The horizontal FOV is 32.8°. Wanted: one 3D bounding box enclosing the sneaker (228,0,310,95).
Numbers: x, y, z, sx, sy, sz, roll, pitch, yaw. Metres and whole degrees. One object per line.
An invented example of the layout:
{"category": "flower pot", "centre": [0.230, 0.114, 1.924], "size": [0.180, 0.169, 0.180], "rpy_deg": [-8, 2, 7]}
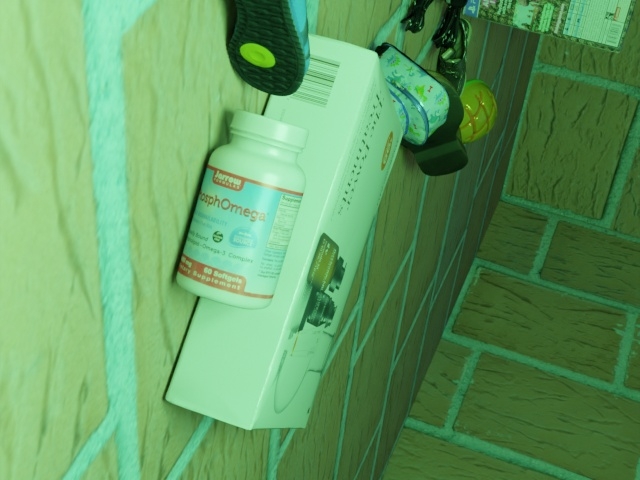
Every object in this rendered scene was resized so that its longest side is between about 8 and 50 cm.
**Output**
{"category": "sneaker", "centre": [-0.035, -0.199, 0.871], "size": [0.209, 0.069, 0.082], "rpy_deg": [84, 23, -60]}

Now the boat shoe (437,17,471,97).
{"category": "boat shoe", "centre": [0.225, -0.308, 1.874], "size": [0.049, 0.056, 0.152], "rpy_deg": [-17, 114, -69]}

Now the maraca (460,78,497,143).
{"category": "maraca", "centre": [0.262, -0.238, 2.031], "size": [0.185, 0.099, 0.127], "rpy_deg": [-13, 117, -46]}

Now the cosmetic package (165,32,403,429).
{"category": "cosmetic package", "centre": [-0.022, 0.008, 1.150], "size": [0.284, 0.097, 0.377], "rpy_deg": [47, 61, -79]}

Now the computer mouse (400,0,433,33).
{"category": "computer mouse", "centre": [0.152, -0.384, 1.475], "size": [0.106, 0.042, 0.193], "rpy_deg": [-58, 161, -46]}

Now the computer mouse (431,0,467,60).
{"category": "computer mouse", "centre": [0.197, -0.370, 1.660], "size": [0.262, 0.060, 0.184], "rpy_deg": [-64, 165, -83]}

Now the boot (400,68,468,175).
{"category": "boot", "centre": [0.168, -0.209, 1.727], "size": [0.305, 0.112, 0.115], "rpy_deg": [57, 22, -68]}

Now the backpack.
{"category": "backpack", "centre": [0.098, -0.172, 1.365], "size": [0.084, 0.114, 0.105], "rpy_deg": [-46, 160, -19]}

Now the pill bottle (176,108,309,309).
{"category": "pill bottle", "centre": [-0.063, -0.027, 0.937], "size": [0.087, 0.087, 0.160], "rpy_deg": [-5, 111, -76]}

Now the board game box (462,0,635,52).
{"category": "board game box", "centre": [0.417, -0.490, 1.892], "size": [0.232, 0.291, 0.141], "rpy_deg": [93, 18, -49]}
